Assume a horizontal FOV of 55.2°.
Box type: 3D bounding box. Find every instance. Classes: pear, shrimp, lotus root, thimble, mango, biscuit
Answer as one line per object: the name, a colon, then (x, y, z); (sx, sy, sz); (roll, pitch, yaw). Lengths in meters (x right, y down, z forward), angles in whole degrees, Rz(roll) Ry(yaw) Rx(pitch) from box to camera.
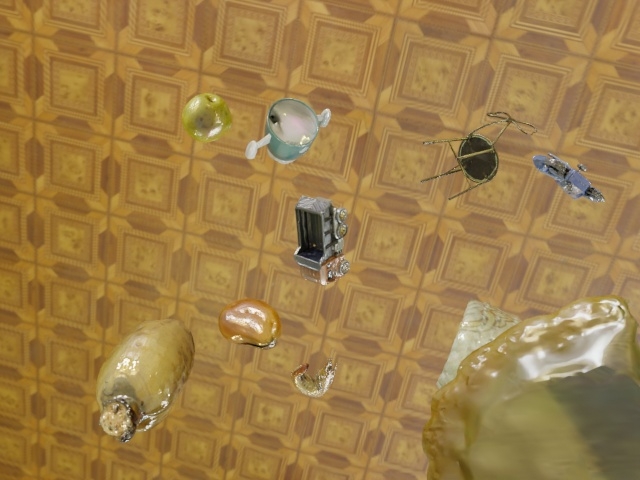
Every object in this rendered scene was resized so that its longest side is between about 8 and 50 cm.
pear: (-0.321, -0.339, 1.720); (0.141, 0.104, 0.141); (1, 117, 2)
shrimp: (-0.016, 0.315, 1.450); (0.095, 0.045, 0.162); (32, 132, 11)
lotus root: (-0.243, 0.192, 0.839); (0.118, 0.221, 0.125); (16, 124, 3)
thimble: (0.441, 0.310, 1.627); (0.195, 0.291, 0.291); (23, 116, 15)
mango: (-0.138, 0.177, 1.277); (0.159, 0.105, 0.084); (18, 150, 30)
biscuit: (0.282, 0.246, 0.656); (0.335, 0.078, 0.329); (44, 112, 14)

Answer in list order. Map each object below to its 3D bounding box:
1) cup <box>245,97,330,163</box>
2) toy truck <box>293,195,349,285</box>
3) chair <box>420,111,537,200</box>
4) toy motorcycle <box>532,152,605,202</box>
cup: (-0.100, -0.323, 1.890); (0.300, 0.173, 0.167); (-27, 79, -21)
toy truck: (0.000, 0.000, 1.282); (0.083, 0.092, 0.192); (18, 124, 37)
chair: (0.453, -0.245, 1.755); (0.160, 0.326, 0.170); (37, 137, 43)
toy motorcycle: (0.664, -0.163, 1.634); (0.205, 0.114, 0.076); (32, 95, -15)
